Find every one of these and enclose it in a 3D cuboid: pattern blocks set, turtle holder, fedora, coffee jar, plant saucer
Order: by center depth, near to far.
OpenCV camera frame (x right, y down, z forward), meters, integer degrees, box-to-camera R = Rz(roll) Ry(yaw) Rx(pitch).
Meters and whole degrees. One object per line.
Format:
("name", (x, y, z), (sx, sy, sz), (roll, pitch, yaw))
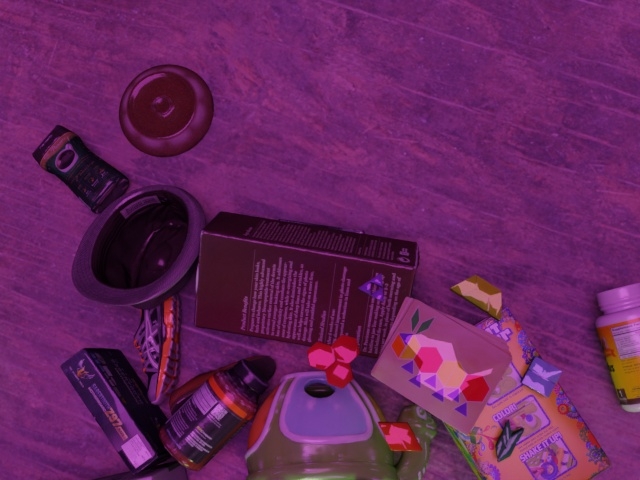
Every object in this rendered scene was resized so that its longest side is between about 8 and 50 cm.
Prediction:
("pattern blocks set", (0.175, 0.182, 1.133), (0.325, 0.026, 0.285), (39, 85, 11))
("turtle holder", (0.030, 0.345, 1.306), (0.320, 0.243, 0.227), (-11, 63, 16))
("fedora", (-0.320, 0.031, 1.420), (0.244, 0.124, 0.275), (3, 57, 17))
("coffee jar", (-0.478, -0.143, 1.506), (0.184, 0.079, 0.096), (40, 88, 9))
("plant saucer", (-0.317, -0.269, 1.536), (0.199, 0.036, 0.198), (-1, 80, 4))

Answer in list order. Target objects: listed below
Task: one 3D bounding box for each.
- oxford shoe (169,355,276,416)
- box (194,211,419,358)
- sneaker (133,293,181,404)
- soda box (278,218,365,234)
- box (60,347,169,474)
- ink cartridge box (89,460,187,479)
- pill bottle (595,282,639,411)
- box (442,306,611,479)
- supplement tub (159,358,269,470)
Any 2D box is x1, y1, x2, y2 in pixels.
("oxford shoe", (-0.188, 0.262, 1.425), (0.212, 0.076, 0.076), (-22, 117, -13))
("box", (-0.025, 0.080, 1.374), (0.381, 0.143, 0.191), (9, 110, 4))
("sneaker", (-0.313, 0.204, 1.439), (0.083, 0.084, 0.215), (-1, 70, 4))
("soda box", (0.000, 0.000, 1.454), (0.169, 0.060, 0.053), (9, 81, 7))
("box", (-0.352, 0.302, 1.370), (0.059, 0.183, 0.232), (-37, 79, -2))
("ink cartridge box", (-0.393, 0.487, 1.332), (0.289, 0.211, 0.121), (-14, 82, 3))
("pill bottle", (0.564, 0.188, 1.349), (0.117, 0.117, 0.215), (-15, 80, 2))
("box", (0.294, 0.283, 1.267), (0.177, 0.290, 0.279), (-32, 80, -1))
("supplement tub", (-0.183, 0.303, 1.339), (0.198, 0.106, 0.106), (-45, 80, -1))
